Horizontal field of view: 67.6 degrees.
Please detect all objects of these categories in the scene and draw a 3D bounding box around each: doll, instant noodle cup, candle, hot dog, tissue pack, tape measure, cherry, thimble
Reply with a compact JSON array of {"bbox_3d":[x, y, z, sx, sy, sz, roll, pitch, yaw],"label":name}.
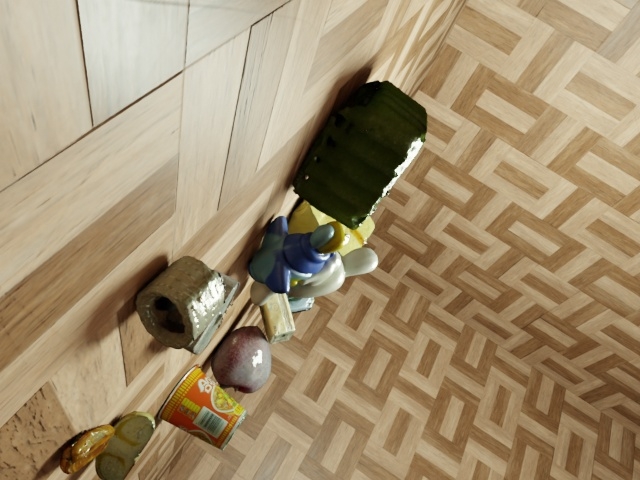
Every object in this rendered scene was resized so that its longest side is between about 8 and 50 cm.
[{"bbox_3d":[-0.053,0.055,1.262,0.376,0.187,0.365,-34,157,-2],"label":"doll"},{"bbox_3d":[-0.336,0.504,1.418,0.193,0.212,0.193,-57,176,-6],"label":"instant noodle cup"},{"bbox_3d":[-0.242,0.162,0.973,0.192,0.068,0.168,-61,178,24],"label":"candle"},{"bbox_3d":[-0.397,0.349,0.817,0.062,0.038,0.144,-59,178,-4],"label":"hot dog"},{"bbox_3d":[-0.161,0.251,1.689,0.092,0.196,0.148,-9,157,-17],"label":"tissue pack"},{"bbox_3d":[-0.119,0.201,1.874,0.182,0.181,0.107,-15,162,-19],"label":"tape measure"},{"bbox_3d":[-0.271,0.422,1.651,0.213,0.183,0.266,43,67,-43],"label":"cherry"},{"bbox_3d":[-0.200,0.089,0.693,0.115,0.102,0.090,-51,-179,39],"label":"thimble"}]

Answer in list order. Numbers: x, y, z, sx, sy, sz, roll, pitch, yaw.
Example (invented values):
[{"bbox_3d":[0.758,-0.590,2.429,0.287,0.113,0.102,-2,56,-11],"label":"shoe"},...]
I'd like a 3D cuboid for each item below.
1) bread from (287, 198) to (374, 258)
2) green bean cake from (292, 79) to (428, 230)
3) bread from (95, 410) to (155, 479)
[{"bbox_3d":[0.058,-0.072,1.486,0.263,0.236,0.198,-53,174,-47],"label":"bread"},{"bbox_3d":[0.103,-0.226,1.220,0.335,0.218,0.319,-52,-174,27],"label":"green bean cake"},{"bbox_3d":[-0.393,0.410,0.984,0.157,0.083,0.094,-56,179,18],"label":"bread"}]
